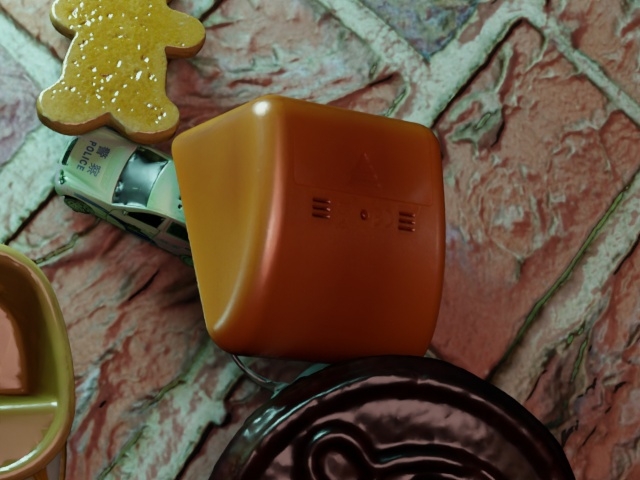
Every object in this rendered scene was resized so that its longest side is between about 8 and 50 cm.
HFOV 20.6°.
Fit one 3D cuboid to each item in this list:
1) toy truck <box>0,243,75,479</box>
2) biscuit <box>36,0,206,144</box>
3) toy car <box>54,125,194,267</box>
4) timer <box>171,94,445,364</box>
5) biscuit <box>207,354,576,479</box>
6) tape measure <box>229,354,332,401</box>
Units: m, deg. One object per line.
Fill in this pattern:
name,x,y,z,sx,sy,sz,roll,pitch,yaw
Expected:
toy truck,-0.337,0.161,1.643,0.204,0.211,0.288,-2,73,-16
biscuit,-0.205,-0.210,1.850,0.165,0.036,0.250,9,61,-7
toy car,-0.163,-0.045,1.818,0.224,0.076,0.090,26,72,-9
timer,0.000,0.000,1.770,0.257,0.161,0.250,8,70,-35
biscuit,0.070,0.315,1.725,0.407,0.091,0.407,-1,96,-9
tape measure,-0.011,0.123,1.818,0.164,0.084,0.330,-20,83,-22
